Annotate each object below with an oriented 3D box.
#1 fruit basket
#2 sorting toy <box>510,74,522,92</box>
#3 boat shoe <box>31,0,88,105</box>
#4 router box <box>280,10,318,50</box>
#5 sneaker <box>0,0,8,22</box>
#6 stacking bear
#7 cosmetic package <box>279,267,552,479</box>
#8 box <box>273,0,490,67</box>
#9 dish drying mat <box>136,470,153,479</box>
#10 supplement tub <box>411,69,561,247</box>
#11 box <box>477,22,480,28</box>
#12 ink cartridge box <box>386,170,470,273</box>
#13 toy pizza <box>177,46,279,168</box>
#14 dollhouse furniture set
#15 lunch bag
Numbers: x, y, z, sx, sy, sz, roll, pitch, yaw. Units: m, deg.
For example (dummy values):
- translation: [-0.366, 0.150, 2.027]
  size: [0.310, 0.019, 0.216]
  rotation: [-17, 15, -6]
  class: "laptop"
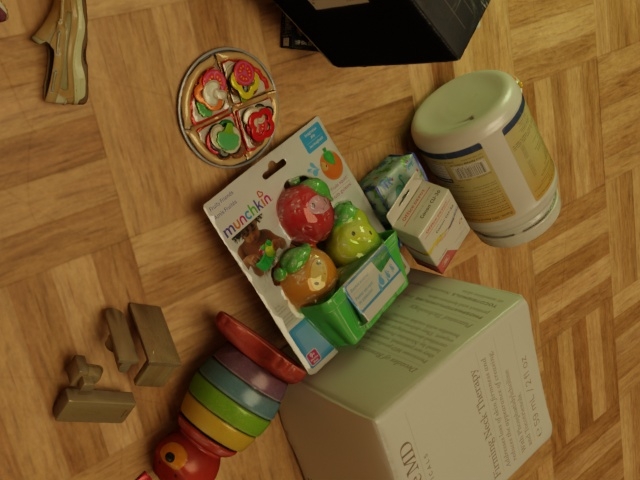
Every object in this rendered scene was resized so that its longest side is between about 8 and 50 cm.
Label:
- translation: [0.000, 0.000, 1.406]
  size: [0.327, 0.165, 0.353]
  rotation: [-42, 114, -38]
  class: "fruit basket"
- translation: [0.409, -0.322, 1.780]
  size: [0.075, 0.045, 0.083]
  rotation: [-10, 106, -18]
  class: "sorting toy"
- translation: [-0.367, -0.285, 1.119]
  size: [0.072, 0.068, 0.190]
  rotation: [-5, 102, -27]
  class: "boat shoe"
- translation: [-0.012, -0.383, 1.411]
  size: [0.122, 0.038, 0.092]
  rotation: [-5, 101, -39]
  class: "router box"
- translation: [-0.493, -0.316, 1.010]
  size: [0.185, 0.069, 0.084]
  rotation: [30, 88, -33]
  class: "sneaker"
- translation: [-0.169, 0.293, 1.338]
  size: [0.289, 0.175, 0.164]
  rotation: [-54, 159, -6]
  class: "stacking bear"
- translation: [0.170, 0.302, 1.507]
  size: [0.393, 0.327, 0.330]
  rotation: [-32, 118, -30]
  class: "cosmetic package"
- translation: [0.080, -0.593, 1.187]
  size: [0.480, 0.297, 0.472]
  rotation: [39, 71, -38]
  class: "box"
- translation: [-0.316, 0.426, 1.333]
  size: [0.083, 0.008, 0.032]
  rotation: [-41, 121, -26]
  class: "dish drying mat"
- translation: [0.346, -0.160, 1.629]
  size: [0.228, 0.228, 0.316]
  rotation: [-50, 126, -21]
  class: "supplement tub"
- translation: [0.182, -0.424, 1.548]
  size: [0.324, 0.067, 0.063]
  rotation: [-19, 111, -37]
  class: "box"
- translation: [0.209, -0.033, 1.534]
  size: [0.115, 0.067, 0.198]
  rotation: [-57, 143, -11]
  class: "ink cartridge box"
- translation: [-0.146, -0.220, 1.335]
  size: [0.201, 0.032, 0.201]
  rotation: [-9, 104, -39]
  class: "toy pizza"
- translation: [-0.333, 0.191, 1.261]
  size: [0.144, 0.123, 0.151]
  rotation: [13, 125, -40]
  class: "dollhouse furniture set"
- translation: [0.152, -0.077, 1.570]
  size: [0.129, 0.096, 0.151]
  rotation: [-43, 113, -26]
  class: "lunch bag"
